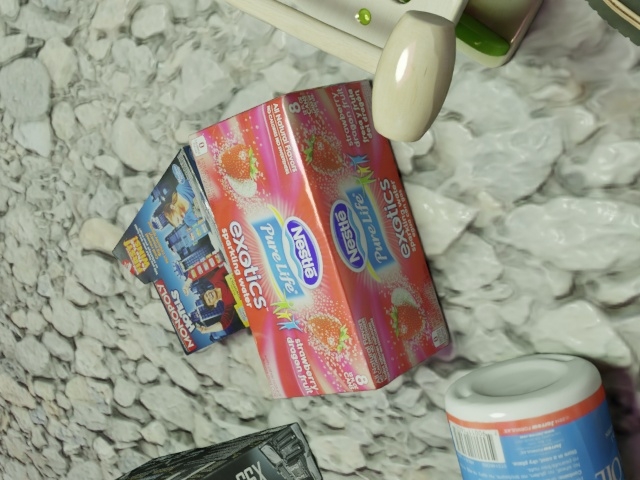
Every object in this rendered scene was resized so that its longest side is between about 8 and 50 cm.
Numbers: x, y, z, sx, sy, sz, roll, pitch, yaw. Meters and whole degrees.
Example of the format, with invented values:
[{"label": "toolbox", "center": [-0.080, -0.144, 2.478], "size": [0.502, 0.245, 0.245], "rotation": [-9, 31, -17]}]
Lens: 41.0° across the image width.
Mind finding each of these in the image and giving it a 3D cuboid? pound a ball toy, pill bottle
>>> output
[{"label": "pound a ball toy", "center": [0.026, -0.222, 0.611], "size": [0.319, 0.208, 0.135], "rotation": [42, 128, 24]}, {"label": "pill bottle", "center": [0.182, 0.212, 0.679], "size": [0.124, 0.124, 0.221], "rotation": [-8, 99, 43]}]

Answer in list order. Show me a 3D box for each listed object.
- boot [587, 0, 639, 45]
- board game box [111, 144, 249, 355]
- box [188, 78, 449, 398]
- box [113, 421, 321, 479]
[{"label": "boot", "center": [0.246, -0.176, 0.529], "size": [0.198, 0.077, 0.137], "rotation": [46, 131, 2]}, {"label": "board game box", "center": [-0.142, 0.018, 0.940], "size": [0.194, 0.060, 0.194], "rotation": [-28, 85, 44]}, {"label": "box", "center": [0.000, 0.000, 0.766], "size": [0.128, 0.123, 0.256], "rotation": [-14, 95, 42]}, {"label": "box", "center": [-0.186, 0.305, 0.953], "size": [0.308, 0.242, 0.076], "rotation": [-25, 87, 42]}]
